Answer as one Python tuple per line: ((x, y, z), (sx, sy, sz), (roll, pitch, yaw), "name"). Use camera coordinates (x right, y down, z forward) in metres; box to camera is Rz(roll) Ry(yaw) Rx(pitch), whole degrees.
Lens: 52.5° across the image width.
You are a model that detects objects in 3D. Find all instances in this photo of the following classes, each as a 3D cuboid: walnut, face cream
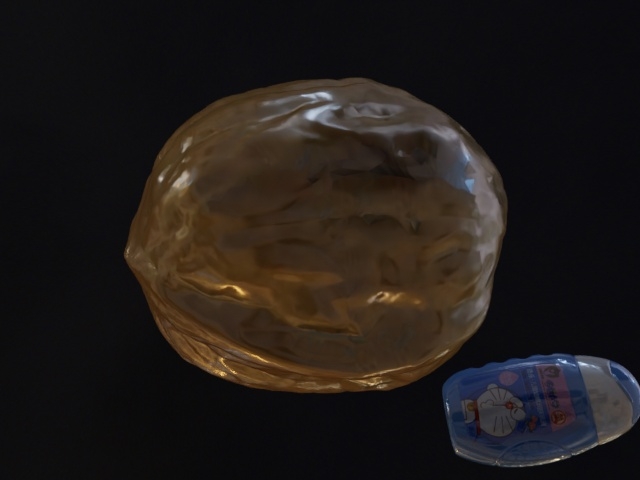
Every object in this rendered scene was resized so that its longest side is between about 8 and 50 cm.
((0.000, 0.000, 0.447), (0.260, 0.225, 0.225), (-7, -88, -23), "walnut")
((0.310, 0.234, 0.910), (0.263, 0.083, 0.149), (-13, -117, 11), "face cream")
